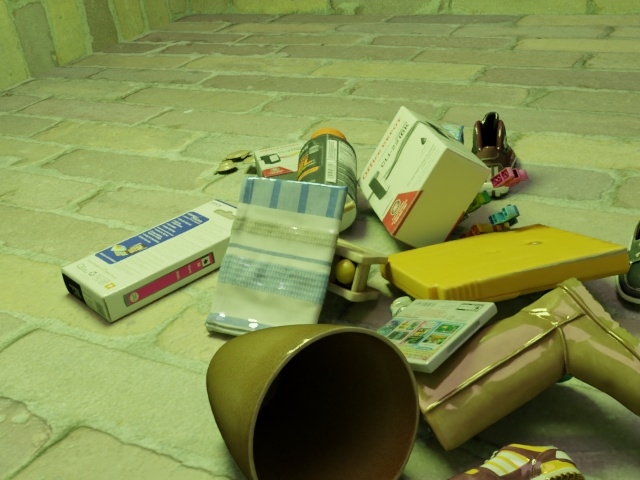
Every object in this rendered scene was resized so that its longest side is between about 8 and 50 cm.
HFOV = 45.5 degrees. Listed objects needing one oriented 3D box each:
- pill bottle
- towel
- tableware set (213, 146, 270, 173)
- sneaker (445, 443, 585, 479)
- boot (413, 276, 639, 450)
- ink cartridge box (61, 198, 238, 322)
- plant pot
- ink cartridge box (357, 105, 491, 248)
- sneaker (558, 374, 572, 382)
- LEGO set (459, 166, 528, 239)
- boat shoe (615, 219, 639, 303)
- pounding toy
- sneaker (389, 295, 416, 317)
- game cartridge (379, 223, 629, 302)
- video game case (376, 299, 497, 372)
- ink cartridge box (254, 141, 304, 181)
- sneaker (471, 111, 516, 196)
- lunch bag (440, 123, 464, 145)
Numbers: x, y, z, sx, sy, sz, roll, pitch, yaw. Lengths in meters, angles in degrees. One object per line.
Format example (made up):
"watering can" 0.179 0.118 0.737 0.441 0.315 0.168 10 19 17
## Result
"pill bottle" 0.014 -0.137 1.620 0.130 0.130 0.246 -4 41 6
"towel" -0.077 0.032 1.281 0.209 0.285 0.034 10 -10 27
"tableware set" -0.191 -0.210 1.960 0.168 0.020 0.141 -5 21 25
"sneaker" 0.214 0.288 0.909 0.185 0.070 0.084 -5 19 -8
"boot" 0.264 0.189 0.958 0.269 0.089 0.236 -28 44 -5
"ink cartridge box" -0.304 0.027 1.512 0.371 0.069 0.175 -30 35 -32
"plant pot" -0.043 0.207 0.984 0.237 0.237 0.254 -24 17 -28
"ink cartridge box" 0.194 -0.126 1.515 0.114 0.197 0.273 24 18 -21
"sneaker" 0.219 0.195 1.068 0.275 0.107 0.110 -7 47 11
"LEGO set" 0.329 -0.052 1.457 0.093 0.087 0.227 -9 -18 -33
"boat shoe" 0.552 0.028 1.291 0.084 0.079 0.233 10 34 27
"pounding toy" 0.000 0.000 1.341 0.154 0.155 0.269 8 8 -41
"sneaker" 0.184 0.120 1.247 0.135 0.052 0.058 -11 45 -13
"game cartridge" 0.290 0.041 1.273 0.323 0.053 0.285 -12 11 -10
"video game case" 0.139 0.126 1.035 0.143 0.019 0.157 -35 18 -31
"ink cartridge box" -0.081 -0.164 1.805 0.127 0.072 0.175 -13 29 -8
"sneaker" 0.387 -0.223 1.706 0.106 0.163 0.281 -1 29 11
"lunch bag" 0.271 -0.216 1.794 0.128 0.096 0.151 1 19 14
